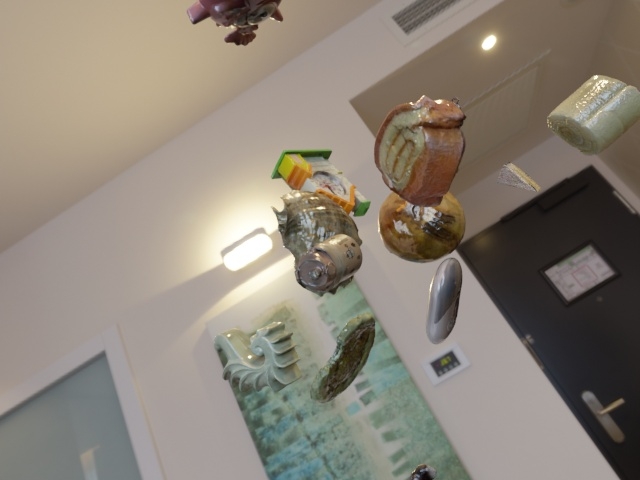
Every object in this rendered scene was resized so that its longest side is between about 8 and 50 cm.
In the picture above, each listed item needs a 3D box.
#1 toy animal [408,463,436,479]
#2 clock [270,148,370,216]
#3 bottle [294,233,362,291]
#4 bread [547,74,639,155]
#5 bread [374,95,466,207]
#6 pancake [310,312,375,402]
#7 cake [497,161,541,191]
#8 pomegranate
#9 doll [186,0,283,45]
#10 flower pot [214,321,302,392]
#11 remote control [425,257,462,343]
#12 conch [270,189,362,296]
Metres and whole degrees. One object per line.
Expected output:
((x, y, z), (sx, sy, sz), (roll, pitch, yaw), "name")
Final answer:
((0.280, 0.677, 0.983), (0.303, 0.194, 0.344), (-47, 7, -26), "toy animal")
((0.014, -0.165, 1.465), (0.219, 0.255, 0.106), (-13, -36, -46), "clock")
((0.009, 0.047, 0.904), (0.099, 0.099, 0.152), (-47, -11, 33), "bottle")
((0.630, -0.284, 1.086), (0.141, 0.148, 0.134), (-41, -51, 3), "bread")
((0.222, -0.210, 1.063), (0.123, 0.190, 0.244), (-14, -39, -27), "bread")
((0.065, 0.284, 1.133), (0.253, 0.037, 0.254), (-40, -35, -36), "pancake")
((0.571, -0.166, 1.349), (0.052, 0.121, 0.065), (-18, -37, -43), "cake")
((0.375, -0.065, 1.758), (0.322, 0.322, 0.322), (-24, -26, -12), "pomegranate")
((-0.139, -0.445, 0.845), (0.211, 0.093, 0.262), (-18, -13, -21), "doll")
((-0.260, 0.479, 1.923), (0.367, 0.254, 0.164), (-14, 0, 31), "flower pot")
((0.442, 0.218, 1.689), (0.221, 0.103, 0.332), (-39, -46, -53), "remote control")
((0.014, 0.005, 1.076), (0.210, 0.158, 0.291), (-59, -40, -25), "conch")
